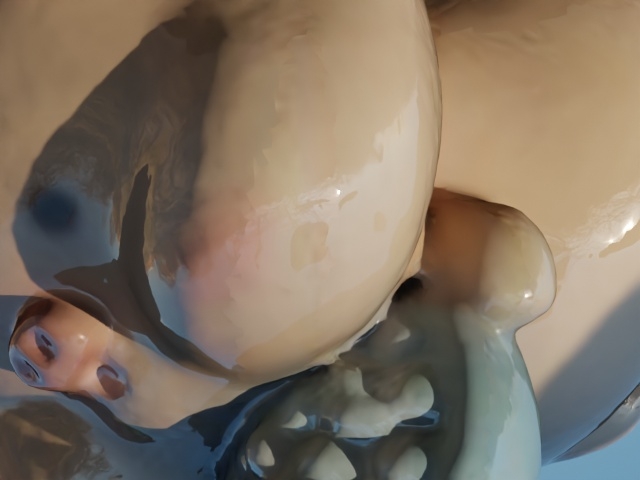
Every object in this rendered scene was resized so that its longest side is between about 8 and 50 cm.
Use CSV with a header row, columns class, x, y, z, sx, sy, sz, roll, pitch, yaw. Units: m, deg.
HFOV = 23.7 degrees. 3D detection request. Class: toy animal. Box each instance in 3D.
class,x,y,z,sx,sy,sz,roll,pitch,yaw
toy animal,-0.002,-0.016,0.438,0.221,0.229,0.210,-35,163,-46
